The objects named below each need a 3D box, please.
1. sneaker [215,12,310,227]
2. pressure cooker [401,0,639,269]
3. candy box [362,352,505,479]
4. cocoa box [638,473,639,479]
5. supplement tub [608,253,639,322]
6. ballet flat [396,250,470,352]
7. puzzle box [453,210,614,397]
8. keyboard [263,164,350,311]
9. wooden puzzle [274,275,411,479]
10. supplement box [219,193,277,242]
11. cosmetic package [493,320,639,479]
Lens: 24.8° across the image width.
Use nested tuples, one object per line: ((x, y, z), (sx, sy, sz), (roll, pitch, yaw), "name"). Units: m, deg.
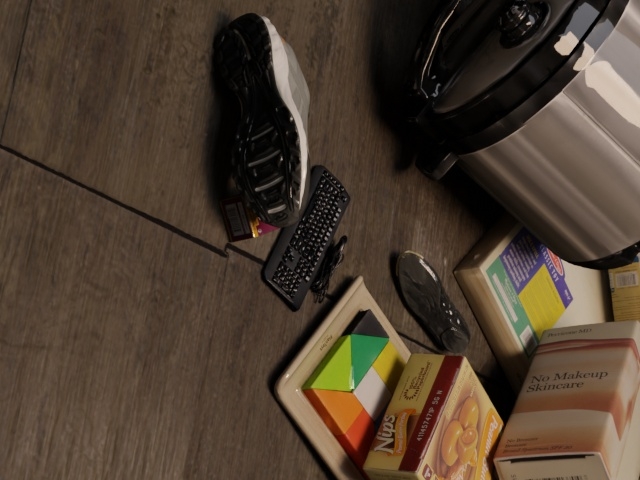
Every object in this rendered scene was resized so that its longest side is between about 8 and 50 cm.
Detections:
((-0.048, -0.141, 1.738), (0.108, 0.100, 0.271), (25, 50, -52), "sneaker")
((0.335, -0.216, 1.971), (0.420, 0.375, 0.370), (40, 50, -20), "pressure cooker")
((0.180, 0.314, 1.890), (0.316, 0.087, 0.183), (57, 46, -38), "candy box")
((0.444, 0.439, 1.959), (0.231, 0.228, 0.347), (46, 75, -8), "cocoa box")
((0.518, 0.099, 2.218), (0.144, 0.144, 0.200), (0, 83, -47), "supplement tub")
((0.149, 0.083, 1.982), (0.173, 0.057, 0.049), (58, 6, -23), "ballet flat")
((0.362, 0.137, 2.187), (0.272, 0.052, 0.409), (-44, 114, -42), "puzzle box")
((0.000, 0.000, 1.834), (0.100, 0.038, 0.192), (47, 53, -31), "keyboard")
((0.059, 0.198, 1.853), (0.239, 0.044, 0.221), (59, 46, -22), "wooden puzzle")
((-0.074, -0.035, 1.755), (0.083, 0.043, 0.055), (-23, 98, -47), "supplement box")
((0.350, 0.244, 1.952), (0.129, 0.153, 0.296), (68, 29, -23), "cosmetic package")
